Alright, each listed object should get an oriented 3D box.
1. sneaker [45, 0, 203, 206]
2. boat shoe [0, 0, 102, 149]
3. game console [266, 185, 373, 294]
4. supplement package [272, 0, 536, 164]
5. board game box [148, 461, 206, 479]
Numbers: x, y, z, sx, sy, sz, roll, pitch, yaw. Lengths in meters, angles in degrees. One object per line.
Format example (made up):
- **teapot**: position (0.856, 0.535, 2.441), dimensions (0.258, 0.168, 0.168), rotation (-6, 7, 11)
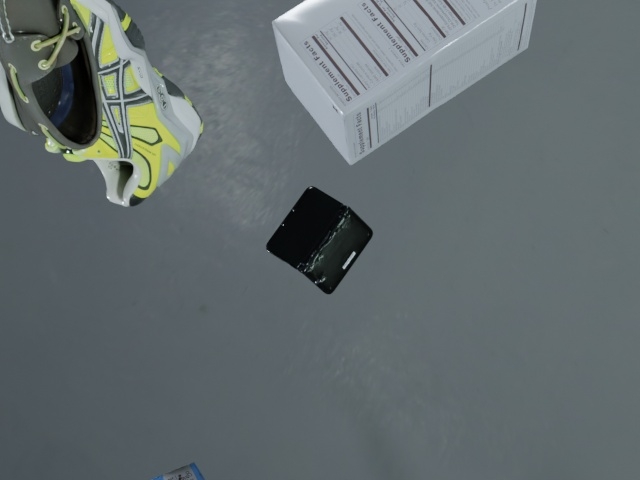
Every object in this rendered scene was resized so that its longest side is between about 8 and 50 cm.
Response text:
- **sneaker**: position (-0.275, -0.177, 1.342), dimensions (0.145, 0.385, 0.147), rotation (10, 66, 37)
- **boat shoe**: position (-0.277, -0.199, 1.134), dimensions (0.091, 0.305, 0.109), rotation (30, 64, 15)
- **game console**: position (0.000, 0.000, 1.720), dimensions (0.107, 0.071, 0.122), rotation (43, 78, -37)
- **supplement package**: position (0.089, -0.218, 1.214), dimensions (0.244, 0.139, 0.134), rotation (-34, 72, -8)
- **board game box**: position (-0.243, 0.430, 1.271), dimensions (0.308, 0.086, 0.302), rotation (-19, 129, -18)
